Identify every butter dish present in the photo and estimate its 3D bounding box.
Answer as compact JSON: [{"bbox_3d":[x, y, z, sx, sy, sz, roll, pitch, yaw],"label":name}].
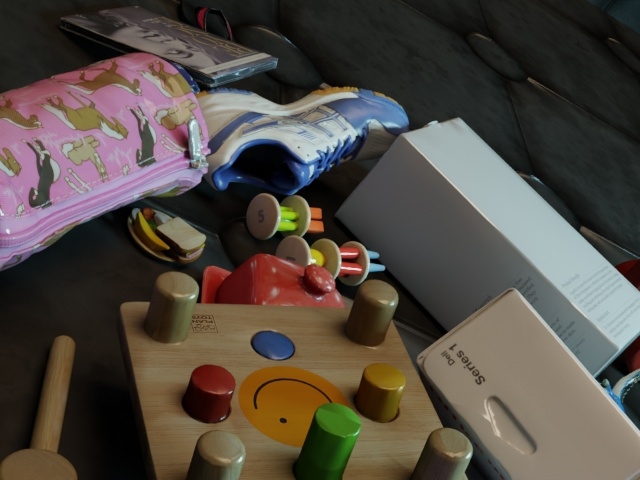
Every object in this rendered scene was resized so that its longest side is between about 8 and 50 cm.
[{"bbox_3d":[-0.029,0.072,1.196,0.160,0.118,0.160,27,32,-20],"label":"butter dish"}]

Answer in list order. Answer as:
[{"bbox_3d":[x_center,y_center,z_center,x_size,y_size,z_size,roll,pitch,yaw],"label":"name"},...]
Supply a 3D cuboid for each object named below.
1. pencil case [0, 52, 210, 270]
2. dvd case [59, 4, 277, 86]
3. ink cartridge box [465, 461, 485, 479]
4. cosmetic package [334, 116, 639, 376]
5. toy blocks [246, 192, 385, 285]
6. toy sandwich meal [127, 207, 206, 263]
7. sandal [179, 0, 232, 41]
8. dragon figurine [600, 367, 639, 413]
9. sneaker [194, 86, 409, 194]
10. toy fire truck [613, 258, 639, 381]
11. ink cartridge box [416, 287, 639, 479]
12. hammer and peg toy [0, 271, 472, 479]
[{"bbox_3d":[-0.253,-0.070,1.109,0.386,0.167,0.160,-33,100,-59],"label":"pencil case"},{"bbox_3d":[-0.185,-0.245,1.492,0.221,0.018,0.164,24,24,18],"label":"dvd case"},{"bbox_3d":[0.122,0.303,1.063,0.154,0.093,0.212,-8,50,-52],"label":"ink cartridge box"},{"bbox_3d":[0.222,0.027,1.503,0.365,0.155,0.197,46,29,15],"label":"cosmetic package"},{"bbox_3d":[0.000,0.000,1.397,0.148,0.054,0.123,5,41,-47],"label":"toy blocks"},{"bbox_3d":[-0.160,-0.009,1.253,0.086,0.029,0.085,28,31,-18],"label":"toy sandwich meal"},{"bbox_3d":[-0.146,-0.285,1.650,0.067,0.040,0.179,15,36,-35],"label":"sandal"},{"bbox_3d":[0.344,0.245,1.397,0.144,0.085,0.289,50,35,16],"label":"dragon figurine"},{"bbox_3d":[-0.020,-0.105,1.442,0.296,0.112,0.131,-5,48,-22],"label":"sneaker"},{"bbox_3d":[0.558,0.088,1.690,0.302,0.254,0.169,25,32,-22],"label":"toy fire truck"},{"bbox_3d":[0.201,0.189,1.144,0.201,0.117,0.278,51,-7,21],"label":"ink cartridge box"},{"bbox_3d":[-0.076,0.132,0.961,0.361,0.127,0.266,3,36,-21],"label":"hammer and peg toy"}]
